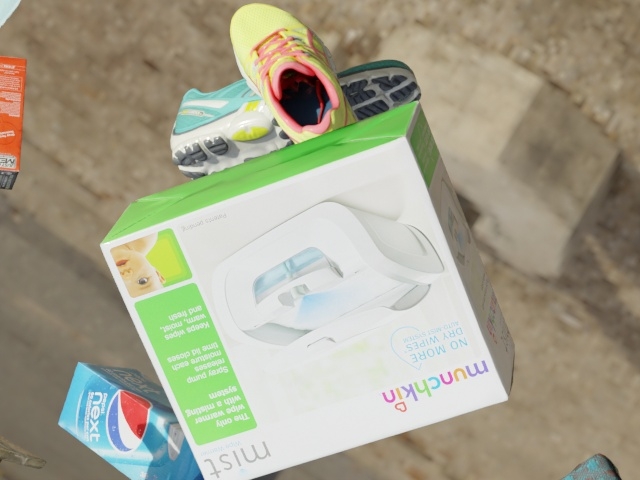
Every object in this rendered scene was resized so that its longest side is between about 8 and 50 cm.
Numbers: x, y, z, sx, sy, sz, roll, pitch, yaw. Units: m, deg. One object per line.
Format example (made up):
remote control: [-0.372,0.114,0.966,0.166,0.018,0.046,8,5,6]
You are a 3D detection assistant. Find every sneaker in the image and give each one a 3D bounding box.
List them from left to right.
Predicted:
sneaker: [-0.032,-0.144,1.899,0.275,0.110,0.107,-12,146,21]
sneaker: [-0.025,-0.153,1.711,0.208,0.081,0.094,54,-177,29]

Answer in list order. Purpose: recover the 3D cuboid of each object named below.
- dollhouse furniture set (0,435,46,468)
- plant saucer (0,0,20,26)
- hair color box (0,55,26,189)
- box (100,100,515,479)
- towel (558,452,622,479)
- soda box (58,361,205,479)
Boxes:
dollhouse furniture set: [-0.368,0.236,1.412,0.135,0.262,0.259,31,177,18]
plant saucer: [-0.252,-0.231,1.260,0.195,0.037,0.195,12,112,31]
hair color box: [-0.373,-0.138,2.184,0.043,0.141,0.072,5,161,-15]
box: [-0.005,0.045,1.495,0.127,0.262,0.231,-65,-45,-71]
towel: [0.088,0.299,0.860,0.040,0.271,0.370,41,-161,-31]
soda box: [-0.151,0.179,1.697,0.071,0.067,0.210,12,-171,-41]
